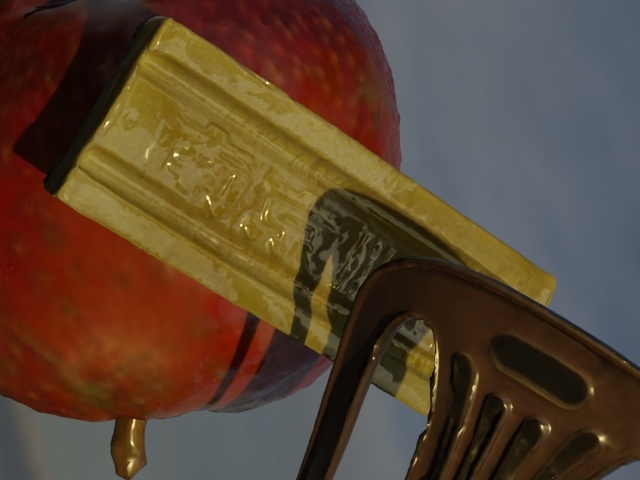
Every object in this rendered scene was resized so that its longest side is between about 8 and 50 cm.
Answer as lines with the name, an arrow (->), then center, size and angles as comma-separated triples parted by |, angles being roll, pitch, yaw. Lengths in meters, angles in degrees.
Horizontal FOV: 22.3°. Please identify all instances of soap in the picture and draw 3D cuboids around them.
soap -> 0.000, 0.000, 0.746 | 0.092, 0.252, 0.037 | -59, -152, -3

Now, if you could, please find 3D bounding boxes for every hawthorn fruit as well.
hawthorn fruit -> -0.090, -0.021, 0.876 | 0.275, 0.275, 0.300 | 177, -84, -77

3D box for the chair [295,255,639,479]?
chair -> 0.054, 0.168, 0.723 | 0.175, 0.183, 0.326 | 33, -76, 19
